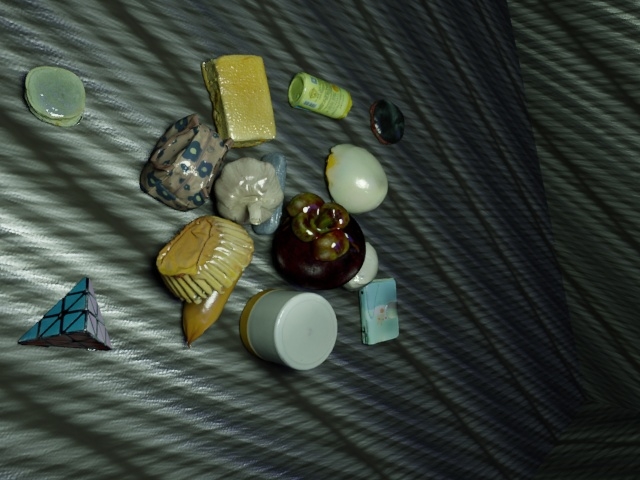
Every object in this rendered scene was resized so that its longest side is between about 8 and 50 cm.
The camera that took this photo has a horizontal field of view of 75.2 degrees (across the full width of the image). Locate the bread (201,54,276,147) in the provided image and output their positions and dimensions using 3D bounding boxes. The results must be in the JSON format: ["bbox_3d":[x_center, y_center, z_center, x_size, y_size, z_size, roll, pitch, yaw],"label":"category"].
[{"bbox_3d":[-0.258,-0.443,1.335,0.185,0.114,0.274,-14,95,-34],"label":"bread"}]

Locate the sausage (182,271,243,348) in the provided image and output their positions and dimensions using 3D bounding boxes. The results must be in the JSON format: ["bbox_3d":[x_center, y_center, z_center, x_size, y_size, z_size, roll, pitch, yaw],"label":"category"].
[{"bbox_3d":[-0.330,0.163,1.245,0.112,0.112,0.328,37,66,-30],"label":"sausage"}]

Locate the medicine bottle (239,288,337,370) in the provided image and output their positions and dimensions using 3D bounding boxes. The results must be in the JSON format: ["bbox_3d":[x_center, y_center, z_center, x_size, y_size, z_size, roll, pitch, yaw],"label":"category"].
[{"bbox_3d":[-0.102,0.278,1.330,0.238,0.232,0.237,2,86,-38],"label":"medicine bottle"}]

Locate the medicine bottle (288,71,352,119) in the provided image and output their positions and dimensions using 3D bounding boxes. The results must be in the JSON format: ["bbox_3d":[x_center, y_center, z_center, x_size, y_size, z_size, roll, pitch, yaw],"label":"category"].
[{"bbox_3d":[0.006,-0.528,1.537,0.239,0.124,0.123,6,84,-38],"label":"medicine bottle"}]

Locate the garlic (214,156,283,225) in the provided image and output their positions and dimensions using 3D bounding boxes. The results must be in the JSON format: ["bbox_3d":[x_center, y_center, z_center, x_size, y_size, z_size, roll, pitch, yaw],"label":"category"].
[{"bbox_3d":[-0.201,-0.123,1.207,0.219,0.212,0.218,-8,122,-13],"label":"garlic"}]

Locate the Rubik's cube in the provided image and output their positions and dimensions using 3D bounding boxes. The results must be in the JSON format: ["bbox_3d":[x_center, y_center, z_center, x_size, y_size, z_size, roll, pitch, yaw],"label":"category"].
[{"bbox_3d":[-0.603,0.189,1.074,0.190,0.212,0.178,57,28,-58],"label":"Rubik's cube"}]

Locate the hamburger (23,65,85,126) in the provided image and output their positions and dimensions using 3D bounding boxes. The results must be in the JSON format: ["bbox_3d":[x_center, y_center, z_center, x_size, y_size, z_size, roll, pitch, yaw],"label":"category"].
[{"bbox_3d":[-0.666,-0.362,1.046,0.133,0.063,0.139,-7,90,-41],"label":"hamburger"}]

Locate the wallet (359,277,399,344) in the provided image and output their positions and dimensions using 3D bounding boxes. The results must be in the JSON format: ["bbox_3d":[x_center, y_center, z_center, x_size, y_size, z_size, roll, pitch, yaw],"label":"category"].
[{"bbox_3d":[0.237,0.283,1.688,0.176,0.075,0.250,-4,90,-34],"label":"wallet"}]

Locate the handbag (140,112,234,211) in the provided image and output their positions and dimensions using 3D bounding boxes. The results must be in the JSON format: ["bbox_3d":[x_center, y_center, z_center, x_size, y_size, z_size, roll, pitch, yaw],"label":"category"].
[{"bbox_3d":[-0.371,-0.224,1.180,0.190,0.193,0.251,32,69,-33],"label":"handbag"}]

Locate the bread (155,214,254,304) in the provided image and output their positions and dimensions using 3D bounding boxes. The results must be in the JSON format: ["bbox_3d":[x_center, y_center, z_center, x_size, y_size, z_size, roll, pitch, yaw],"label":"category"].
[{"bbox_3d":[-0.325,0.037,1.158,0.274,0.274,0.149,-57,146,-25],"label":"bread"}]

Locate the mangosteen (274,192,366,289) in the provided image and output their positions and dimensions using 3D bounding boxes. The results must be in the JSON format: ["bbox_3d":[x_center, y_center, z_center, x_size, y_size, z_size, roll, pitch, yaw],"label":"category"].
[{"bbox_3d":[0.000,0.000,1.357,0.306,0.307,0.346,-50,158,-28],"label":"mangosteen"}]

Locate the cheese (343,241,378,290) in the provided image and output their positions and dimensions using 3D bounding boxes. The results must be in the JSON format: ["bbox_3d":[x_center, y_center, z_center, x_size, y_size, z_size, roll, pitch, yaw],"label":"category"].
[{"bbox_3d":[0.138,0.092,1.554,0.155,0.198,0.188,-3,77,0],"label":"cheese"}]

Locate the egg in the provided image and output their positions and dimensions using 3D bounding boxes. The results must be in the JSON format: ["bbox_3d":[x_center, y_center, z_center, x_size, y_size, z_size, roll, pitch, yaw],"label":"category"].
[{"bbox_3d":[0.160,-0.248,1.603,0.265,0.174,0.285,-22,97,-40],"label":"egg"}]

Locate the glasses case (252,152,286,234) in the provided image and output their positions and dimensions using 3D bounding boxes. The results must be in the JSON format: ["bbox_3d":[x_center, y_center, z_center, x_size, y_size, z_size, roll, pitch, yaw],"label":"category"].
[{"bbox_3d":[-0.172,-0.156,1.380,0.067,0.109,0.281,17,76,-47],"label":"glasses case"}]

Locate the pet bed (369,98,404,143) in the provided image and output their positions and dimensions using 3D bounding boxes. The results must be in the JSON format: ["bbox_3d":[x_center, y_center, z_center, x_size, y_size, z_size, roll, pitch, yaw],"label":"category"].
[{"bbox_3d":[0.291,-0.509,1.793,0.202,0.054,0.200,3,85,-36],"label":"pet bed"}]
